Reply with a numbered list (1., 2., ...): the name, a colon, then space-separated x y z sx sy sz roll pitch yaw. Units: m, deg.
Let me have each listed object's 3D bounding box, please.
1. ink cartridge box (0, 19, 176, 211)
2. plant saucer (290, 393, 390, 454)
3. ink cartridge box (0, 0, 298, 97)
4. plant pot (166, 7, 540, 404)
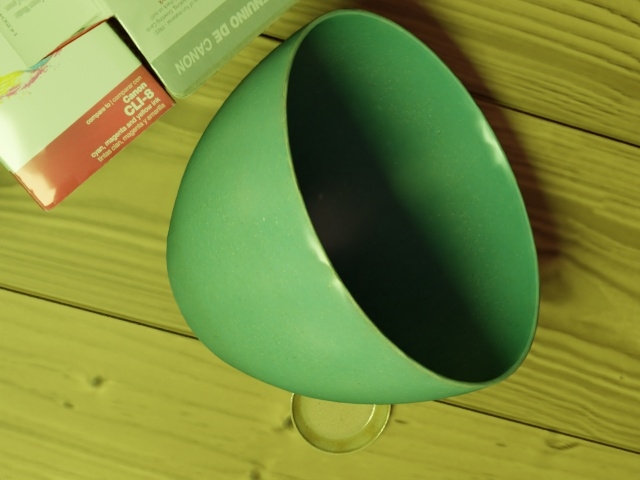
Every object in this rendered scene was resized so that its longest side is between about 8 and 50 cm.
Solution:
1. ink cartridge box: -0.213 -0.133 1.246 0.127 0.128 0.176 -40 104 0
2. plant saucer: 0.016 0.134 1.386 0.083 0.015 0.083 -1 100 -8
3. ink cartridge box: -0.113 -0.268 1.165 0.309 0.130 0.272 -44 105 -33
4. plant pot: 0.000 0.000 1.253 0.195 0.290 0.290 -25 106 34
